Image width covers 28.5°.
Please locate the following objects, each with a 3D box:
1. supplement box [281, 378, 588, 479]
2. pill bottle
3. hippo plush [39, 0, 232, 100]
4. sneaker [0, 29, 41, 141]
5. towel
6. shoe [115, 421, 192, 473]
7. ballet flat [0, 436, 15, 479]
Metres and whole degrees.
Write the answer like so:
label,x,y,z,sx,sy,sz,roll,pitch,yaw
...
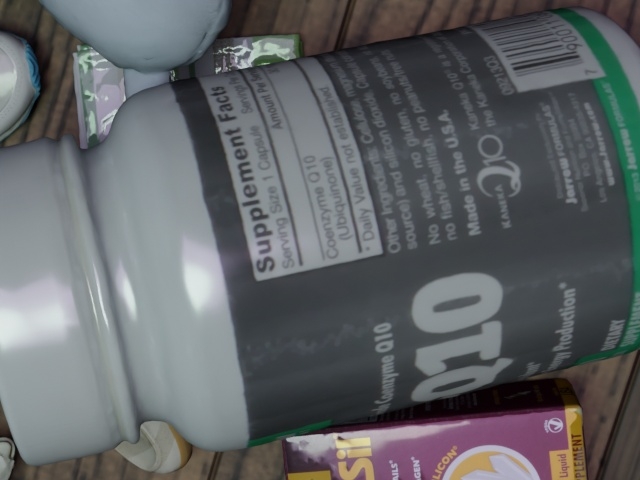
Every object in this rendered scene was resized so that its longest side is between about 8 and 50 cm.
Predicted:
label,x,y,z,sx,sy,sz,roll,pitch,yaw
supplement box,0.075,0.155,0.812,0.188,0.081,0.104,-6,96,5
pill bottle,0.000,0.000,0.703,0.361,0.204,0.204,-12,95,-9
hippo plush,-0.143,-0.212,0.707,0.236,0.294,0.234,22,119,-6
sneaker,-0.294,-0.085,0.812,0.228,0.092,0.087,-12,93,5
towel,-0.084,-0.077,0.834,0.152,0.023,0.113,-3,98,3
shoe,-0.177,0.081,0.820,0.219,0.076,0.058,43,54,3
ballet flat,-0.244,0.127,0.842,0.074,0.074,0.203,-19,88,6
